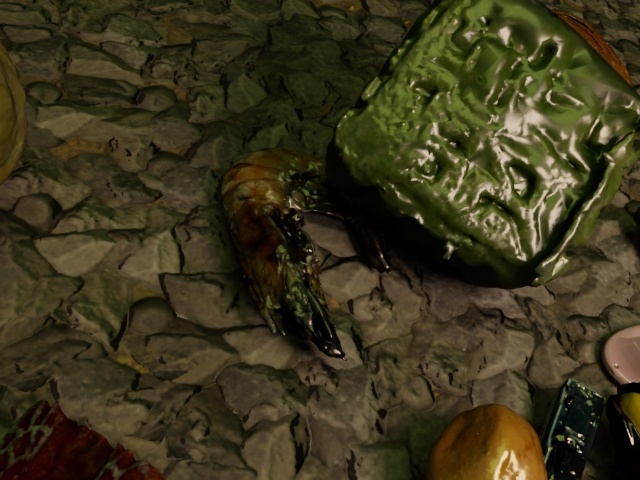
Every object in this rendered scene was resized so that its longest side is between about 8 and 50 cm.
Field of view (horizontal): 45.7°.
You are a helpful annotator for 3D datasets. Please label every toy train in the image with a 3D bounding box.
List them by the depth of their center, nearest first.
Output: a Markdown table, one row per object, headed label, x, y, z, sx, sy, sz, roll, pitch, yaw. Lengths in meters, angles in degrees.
| label | x | y | z | sx | sy | sz | roll | pitch | yaw |
| --- | --- | --- | --- | --- | --- | --- | --- | --- | --- |
| toy train | 0.253 | 0.256 | 0.827 | 0.052 | 0.051 | 0.234 | 28 | 51 | 9 |

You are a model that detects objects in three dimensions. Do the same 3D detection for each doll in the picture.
| label | x | y | z | sx | sy | sz | roll | pitch | yaw |
| --- | --- | --- | --- | --- | --- | --- | --- | --- | --- |
| doll | 0.374 | 0.261 | 0.837 | 0.088 | 0.127 | 0.249 | -11 | 41 | 19 |

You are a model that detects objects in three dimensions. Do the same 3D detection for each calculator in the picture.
| label | x | y | z | sx | sy | sz | roll | pitch | yaw |
| --- | --- | --- | --- | --- | --- | --- | --- | --- | --- |
| calculator | 0.440 | 0.154 | 0.993 | 0.166 | 0.024 | 0.103 | -8 | 52 | -25 |

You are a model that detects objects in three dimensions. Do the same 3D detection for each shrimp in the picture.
| label | x | y | z | sx | sy | sz | roll | pitch | yaw |
| --- | --- | --- | --- | --- | --- | --- | --- | --- | --- |
| shrimp | 0.000 | 0.000 | 0.975 | 0.233 | 0.071 | 0.365 | -2 | 44 | -25 |

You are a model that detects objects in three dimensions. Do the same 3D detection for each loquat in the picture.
| label | x | y | z | sx | sy | sz | roll | pitch | yaw |
| --- | --- | --- | --- | --- | --- | --- | --- | --- | --- |
| loquat | 0.166 | 0.231 | 0.775 | 0.113 | 0.137 | 0.137 | 32 | 46 | -6 |

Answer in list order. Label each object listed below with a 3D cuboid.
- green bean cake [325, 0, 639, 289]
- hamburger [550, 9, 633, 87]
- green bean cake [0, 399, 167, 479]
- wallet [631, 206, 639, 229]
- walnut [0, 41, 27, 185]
| label | x | y | z | sx | sy | sz | roll | pitch | yaw |
| --- | --- | --- | --- | --- | --- | --- | --- | --- | --- |
| green bean cake | 0.199 | -0.129 | 0.951 | 0.319 | 0.218 | 0.335 | 33 | 81 | -1 |
| hamburger | 0.360 | -0.223 | 1.190 | 0.245 | 0.211 | 0.260 | 45 | 47 | 16 |
| green bean cake | -0.198 | 0.235 | 0.611 | 0.232 | 0.097 | 0.198 | -1 | 41 | 32 |
| wallet | 0.570 | 0.081 | 1.072 | 0.169 | 0.044 | 0.317 | 7 | 49 | -23 |
| walnut | -0.473 | -0.145 | 0.841 | 0.283 | 0.227 | 0.283 | 0 | 90 | -20 |
